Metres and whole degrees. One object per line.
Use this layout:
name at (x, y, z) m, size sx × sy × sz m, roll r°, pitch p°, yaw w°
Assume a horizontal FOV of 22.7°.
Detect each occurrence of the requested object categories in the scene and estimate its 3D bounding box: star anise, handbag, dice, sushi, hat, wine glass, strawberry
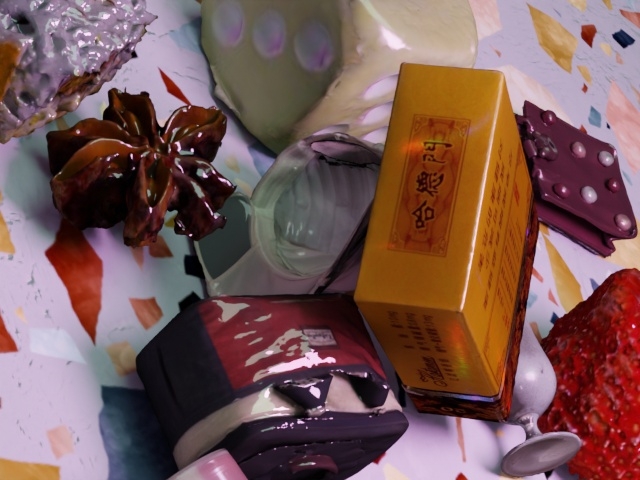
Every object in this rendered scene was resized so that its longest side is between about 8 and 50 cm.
star anise at (-0.178, -0.064, 1.636) m, size 0.190 × 0.126 × 0.220 m, roll 22°, pitch 35°, yaw 28°
handbag at (-0.037, 0.155, 1.564) m, size 0.254 × 0.181 × 0.181 m, roll 2°, pitch 55°, yaw -46°
handbag at (0.372, -0.095, 2.372) m, size 0.216 × 0.074 × 0.203 m, roll 27°, pitch 40°, yaw -32°
dice at (0.021, -0.257, 1.948) m, size 0.254 × 0.250 × 0.252 m, roll -3°, pitch 61°, yaw -51°
sushi at (-0.285, -0.193, 1.585) m, size 0.139 × 0.184 × 0.274 m, roll 49°, pitch 35°, yaw -2°
hat at (-0.005, 0.003, 1.750) m, size 0.275 × 0.232 × 0.161 m, roll -55°, pitch 131°, yaw -44°
wine glass at (0.233, 0.164, 1.941) m, size 0.103 × 0.103 × 0.231 m, roll 18°, pitch 44°, yaw -40°
strawberry at (0.394, 0.178, 1.998) m, size 0.261 × 0.257 × 0.261 m, roll 32°, pitch 31°, yaw -21°

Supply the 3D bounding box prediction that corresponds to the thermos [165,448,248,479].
thermos at (-0.073, 0.336, 1.375) m, size 0.265 × 0.176 × 0.146 m, roll 53°, pitch 1°, yaw 11°

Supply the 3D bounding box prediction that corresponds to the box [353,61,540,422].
box at (0.148, 0.020, 1.707) m, size 0.415 × 0.115 × 0.264 m, roll 59°, pitch 39°, yaw -66°
